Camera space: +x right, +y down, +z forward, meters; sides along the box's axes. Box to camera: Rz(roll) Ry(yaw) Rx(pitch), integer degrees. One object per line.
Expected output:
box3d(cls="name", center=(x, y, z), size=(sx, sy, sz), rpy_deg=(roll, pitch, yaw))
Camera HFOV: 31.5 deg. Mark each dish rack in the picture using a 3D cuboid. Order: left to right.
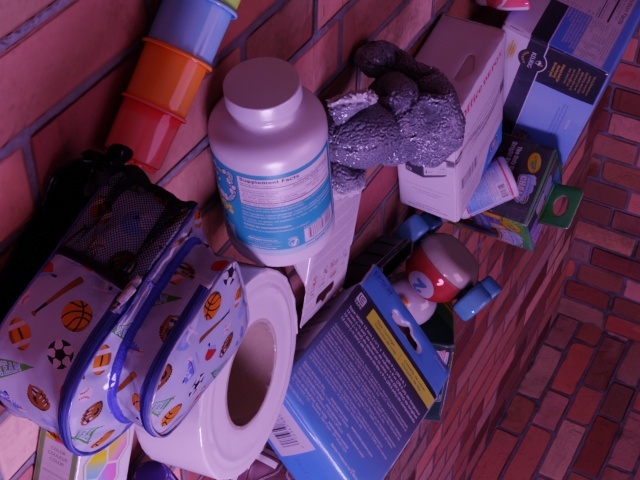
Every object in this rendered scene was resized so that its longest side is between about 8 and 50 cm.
box3d(cls="dish rack", center=(0.081, 0.135, 2.097), size=(0.208, 0.074, 0.271), rpy_deg=(-38, 143, -53))

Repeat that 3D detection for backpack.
box3d(cls="backpack", center=(-0.206, 0.090, 1.164), size=(0.263, 0.213, 0.276), rpy_deg=(-50, 157, -20))

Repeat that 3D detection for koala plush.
box3d(cls="koala plush", center=(0.082, -0.169, 1.680), size=(0.221, 0.203, 0.196), rpy_deg=(-25, 133, -46))

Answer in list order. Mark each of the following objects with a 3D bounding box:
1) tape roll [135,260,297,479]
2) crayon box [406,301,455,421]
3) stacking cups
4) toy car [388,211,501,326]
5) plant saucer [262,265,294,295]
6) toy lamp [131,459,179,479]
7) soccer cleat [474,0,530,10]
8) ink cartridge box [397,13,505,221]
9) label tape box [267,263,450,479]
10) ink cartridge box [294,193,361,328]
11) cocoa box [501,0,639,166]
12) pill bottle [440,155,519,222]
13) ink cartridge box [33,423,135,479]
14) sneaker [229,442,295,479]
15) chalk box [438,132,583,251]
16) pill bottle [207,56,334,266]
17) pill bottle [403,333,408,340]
box3d(cls="tape roll", center=(-0.131, 0.165, 1.495), size=(0.286, 0.100, 0.286), rpy_deg=(11, 90, -69))
box3d(cls="crayon box", center=(0.233, 0.208, 2.438), size=(0.318, 0.081, 0.202), rpy_deg=(-80, 177, -59))
box3d(cls="stacking cups", center=(-0.134, -0.223, 1.182), size=(0.316, 0.096, 0.096), rpy_deg=(-68, 160, -3))
box3d(cls="toy car", center=(0.189, 0.099, 2.231), size=(0.238, 0.219, 0.210), rpy_deg=(-44, 172, 18))
box3d(cls="plant saucer", center=(-0.088, 0.133, 1.723), size=(0.198, 0.036, 0.198), rpy_deg=(-51, 153, -39))
box3d(cls="toy lamp", center=(-0.219, 0.397, 1.588), size=(0.080, 0.080, 0.274), rpy_deg=(-54, 158, -35))
box3d(cls="soccer cleat", center=(0.393, -0.580, 2.144), size=(0.318, 0.116, 0.108), rpy_deg=(-67, 159, -6))
box3d(cls="ink cartridge box", center=(0.237, -0.220, 2.072), size=(0.223, 0.129, 0.307), rpy_deg=(-58, 157, -27))
box3d(cls="label tape box", center=(0.048, 0.237, 1.872), size=(0.249, 0.115, 0.347), rpy_deg=(56, 42, -13))
box3d(cls="ink cartridge box", center=(0.000, 0.000, 1.790), size=(0.181, 0.056, 0.224), rpy_deg=(-41, 147, -57))
box3d(cls="cocoa box", center=(0.475, -0.355, 2.309), size=(0.231, 0.228, 0.347), rpy_deg=(-58, 170, -27))
box3d(cls="pill bottle", center=(0.301, -0.096, 2.226), size=(0.087, 0.160, 0.087), rpy_deg=(-23, 90, -84))
box3d(cls="ink cartridge box", center=(-0.271, 0.233, 1.315), size=(0.109, 0.062, 0.209), rpy_deg=(-27, 133, -60))
box3d(cls="sneaker", center=(-0.074, 0.469, 1.893), size=(0.106, 0.163, 0.281), rpy_deg=(-44, 148, -49))
box3d(cls="chalk box", center=(0.393, -0.102, 2.349), size=(0.180, 0.289, 0.179), rpy_deg=(-65, 160, -10))
box3d(cls="pill bottle", center=(-0.060, -0.099, 1.413), size=(0.146, 0.146, 0.264), rpy_deg=(-55, 155, -33))
box3d(cls="pill bottle", center=(0.127, 0.265, 2.295), size=(0.103, 0.103, 0.184), rpy_deg=(-54, 154, -37))
